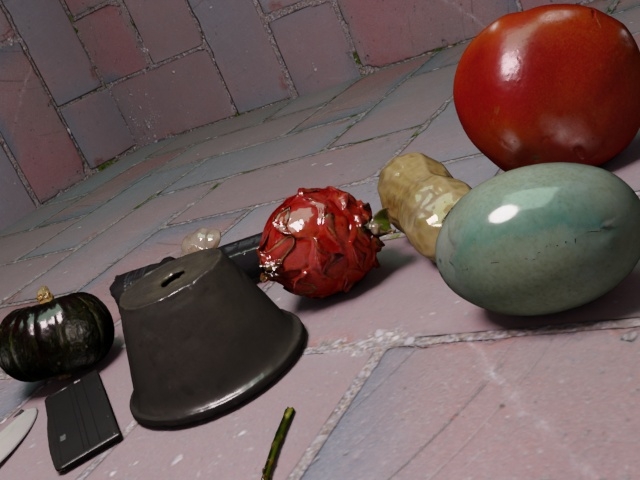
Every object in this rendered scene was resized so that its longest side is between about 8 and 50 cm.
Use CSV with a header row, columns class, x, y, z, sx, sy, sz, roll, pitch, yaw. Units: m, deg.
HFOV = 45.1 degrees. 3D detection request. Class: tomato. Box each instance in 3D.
class,x,y,z,sx,sy,sz,roll,pitch,yaw
tomato,0.358,-0.219,1.223,0.299,0.299,0.226,-10,56,36

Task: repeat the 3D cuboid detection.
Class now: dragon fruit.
class,x,y,z,sx,sy,sz,roll,pitch,yaw
dragon fruit,0.000,0.000,1.168,0.210,0.172,0.172,-15,17,-9

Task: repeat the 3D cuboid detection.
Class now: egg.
class,x,y,z,sx,sy,sz,roll,pitch,yaw
egg,0.243,0.000,0.870,0.237,0.169,0.169,-17,19,24

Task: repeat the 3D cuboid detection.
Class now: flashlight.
class,x,y,z,sx,sy,sz,roll,pitch,yaw
flashlight,-0.171,0.046,1.373,0.424,0.103,0.103,-19,19,13

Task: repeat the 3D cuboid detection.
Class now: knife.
class,x,y,z,sx,sy,sz,roll,pitch,yaw
knife,-0.500,0.326,1.081,0.081,0.043,0.336,-8,21,26

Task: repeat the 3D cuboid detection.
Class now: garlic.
class,x,y,z,sx,sy,sz,roll,pitch,yaw
garlic,-0.244,0.014,1.582,0.113,0.074,0.094,-34,24,19

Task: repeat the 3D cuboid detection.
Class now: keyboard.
class,x,y,z,sx,sy,sz,roll,pitch,yaw
keyboard,-0.333,0.260,1.077,0.104,0.041,0.381,-29,13,-15

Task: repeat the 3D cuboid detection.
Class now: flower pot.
class,x,y,z,sx,sy,sz,roll,pitch,yaw
flower pot,-0.171,0.116,1.067,0.269,0.166,0.269,-20,20,7

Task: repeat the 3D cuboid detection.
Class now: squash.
class,x,y,z,sx,sy,sz,roll,pitch,yaw
squash,-0.446,0.161,1.298,0.193,0.155,0.193,2,16,-1

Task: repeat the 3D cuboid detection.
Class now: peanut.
class,x,y,z,sx,sy,sz,roll,pitch,yaw
peanut,0.170,-0.047,1.167,0.130,0.130,0.290,-24,25,-2

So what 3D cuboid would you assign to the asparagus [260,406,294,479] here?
class,x,y,z,sx,sy,sz,roll,pitch,yaw
asparagus,-0.050,0.229,0.838,0.016,0.013,0.166,-28,15,21
